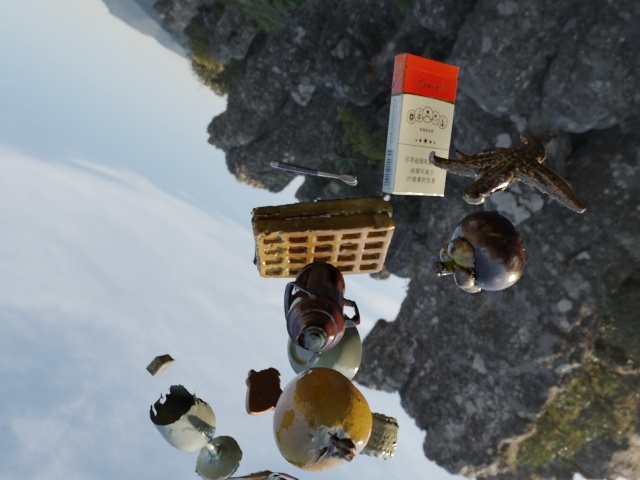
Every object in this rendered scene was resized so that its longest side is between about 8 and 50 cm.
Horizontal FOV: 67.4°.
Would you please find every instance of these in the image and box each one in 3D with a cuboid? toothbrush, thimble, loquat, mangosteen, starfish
[{"bbox_3d":[-0.023,-0.197,1.378,0.288,0.024,0.026,15,166,27],"label":"toothbrush"},{"bbox_3d":[0.171,0.699,1.742,0.219,0.150,0.219,13,159,5],"label":"thimble"},{"bbox_3d":[0.009,0.486,1.292,0.275,0.274,0.275,32,-170,-7],"label":"loquat"},{"bbox_3d":[0.369,0.035,1.141,0.192,0.217,0.192,-19,-90,-87],"label":"mangosteen"},{"bbox_3d":[0.267,-0.102,0.667,0.238,0.213,0.056,31,141,47],"label":"starfish"}]

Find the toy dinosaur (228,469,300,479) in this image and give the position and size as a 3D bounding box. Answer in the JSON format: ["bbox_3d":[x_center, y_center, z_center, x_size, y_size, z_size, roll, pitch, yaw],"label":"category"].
[{"bbox_3d":[-0.205,0.743,1.482,0.280,0.101,0.055,-7,-142,-9],"label":"toy dinosaur"}]

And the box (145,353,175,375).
[{"bbox_3d":[-0.544,0.422,1.635,0.045,0.062,0.098,41,179,8],"label":"box"}]

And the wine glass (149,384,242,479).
[{"bbox_3d":[-0.322,0.510,1.257,0.143,0.143,0.321,44,159,46],"label":"wine glass"}]

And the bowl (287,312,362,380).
[{"bbox_3d":[-0.016,0.373,1.658,0.289,0.289,0.146,41,-164,34],"label":"bowl"}]

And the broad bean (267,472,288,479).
[{"bbox_3d":[-0.116,0.675,1.334,0.060,0.043,0.297,31,157,-2],"label":"broad bean"}]

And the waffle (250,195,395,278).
[{"bbox_3d":[0.000,0.000,1.148,0.328,0.224,0.098,-5,-126,-9],"label":"waffle"}]

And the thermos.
[{"bbox_3d":[0.000,0.112,0.773,0.124,0.098,0.232,-2,-166,1],"label":"thermos"}]

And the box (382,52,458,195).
[{"bbox_3d":[0.185,-0.206,0.884,0.139,0.245,0.035,-2,-170,-33],"label":"box"}]

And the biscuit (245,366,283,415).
[{"bbox_3d":[-0.209,0.559,1.771,0.183,0.043,0.280,42,-156,-1],"label":"biscuit"}]
